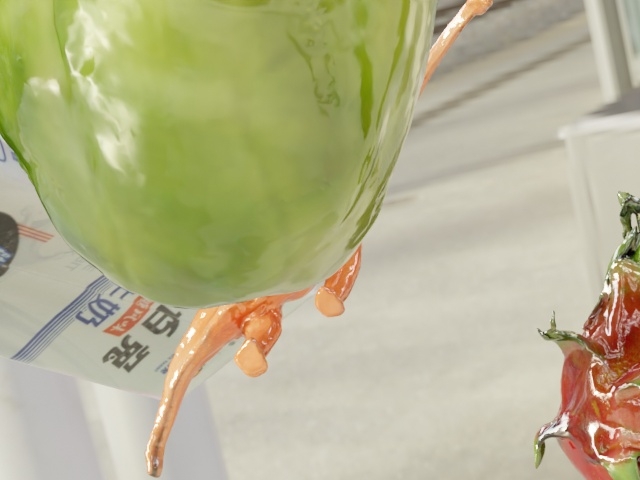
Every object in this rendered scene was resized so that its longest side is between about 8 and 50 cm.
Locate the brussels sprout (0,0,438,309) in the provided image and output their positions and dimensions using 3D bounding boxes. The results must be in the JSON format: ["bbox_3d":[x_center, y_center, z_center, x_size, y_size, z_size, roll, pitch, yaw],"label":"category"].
[{"bbox_3d":[-0.034,-0.080,0.527,0.161,0.223,0.223,-14,11,3],"label":"brussels sprout"}]

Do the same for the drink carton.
[{"bbox_3d":[-0.151,-0.006,0.902,0.130,0.106,0.315,-37,-35,22],"label":"drink carton"}]

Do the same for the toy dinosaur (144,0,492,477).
[{"bbox_3d":[-0.005,-0.004,0.765,0.279,0.055,0.101,-46,15,10],"label":"toy dinosaur"}]

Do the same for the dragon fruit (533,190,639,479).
[{"bbox_3d":[0.215,0.086,1.106,0.135,0.235,0.137,-3,8,36],"label":"dragon fruit"}]
